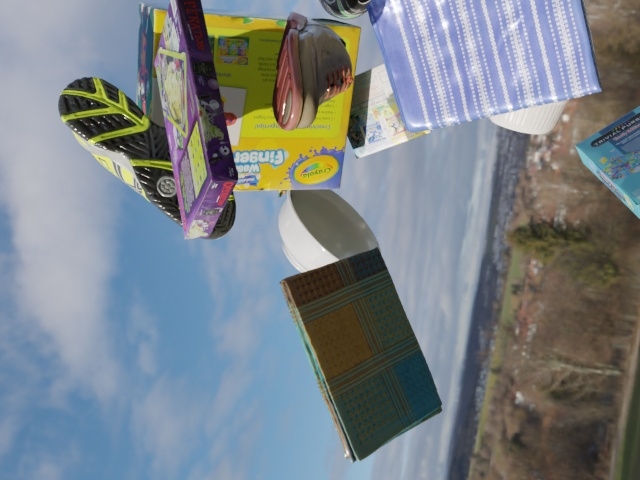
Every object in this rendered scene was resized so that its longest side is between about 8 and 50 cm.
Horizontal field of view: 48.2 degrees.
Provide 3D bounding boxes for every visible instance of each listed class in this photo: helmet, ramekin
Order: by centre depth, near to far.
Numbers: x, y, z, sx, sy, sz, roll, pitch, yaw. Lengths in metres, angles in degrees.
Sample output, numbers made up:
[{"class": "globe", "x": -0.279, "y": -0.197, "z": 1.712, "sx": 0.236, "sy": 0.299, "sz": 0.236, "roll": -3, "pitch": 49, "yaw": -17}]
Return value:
[{"class": "ramekin", "x": 0.497, "y": -0.341, "z": 1.759, "sx": 0.207, "sy": 0.207, "sz": 0.109, "roll": -57, "pitch": -18, "yaw": -61}, {"class": "helmet", "x": 0.080, "y": -0.751, "z": 2.168, "sx": 0.161, "sy": 0.169, "sz": 0.169, "roll": 33, "pitch": -117, "yaw": -45}]

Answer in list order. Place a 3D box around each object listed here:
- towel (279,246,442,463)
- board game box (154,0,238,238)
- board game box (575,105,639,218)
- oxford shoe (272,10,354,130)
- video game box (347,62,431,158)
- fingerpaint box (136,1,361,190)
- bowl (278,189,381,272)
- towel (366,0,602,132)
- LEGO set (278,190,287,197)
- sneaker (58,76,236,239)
[{"class": "towel", "x": 0.087, "y": 0.216, "z": 1.433, "sx": 0.271, "sy": 0.040, "sz": 0.370, "roll": -17, "pitch": -99, "yaw": -38}, {"class": "board game box", "x": -0.207, "y": -0.201, "z": 1.149, "sx": 0.208, "sy": 0.056, "sz": 0.347, "roll": -44, "pitch": 55, "yaw": 55}, {"class": "board game box", "x": 0.883, "y": -0.222, "z": 1.914, "sx": 0.079, "sy": 0.254, "sz": 0.336, "roll": 51, "pitch": -167, "yaw": -34}, {"class": "oxford shoe", "x": -0.004, "y": -0.277, "z": 1.159, "sx": 0.348, "sy": 0.130, "sz": 0.123, "roll": -88, "pitch": 14, "yaw": -52}, {"class": "video game box", "x": 0.140, "y": -0.311, "z": 1.682, "sx": 0.048, "sy": 0.205, "sz": 0.187, "roll": -39, "pitch": -71, "yaw": -55}, {"class": "fingerpaint box", "x": -0.164, "y": -0.301, "z": 1.552, "sx": 0.163, "sy": 0.445, "sz": 0.371, "roll": -139, "pitch": 50, "yaw": -56}, {"class": "bowl", "x": 0.000, "y": 0.000, "z": 1.770, "sx": 0.134, "sy": 0.298, "sz": 0.298, "roll": -45, "pitch": 5, "yaw": 27}, {"class": "towel", "x": 0.241, "y": -0.309, "z": 1.113, "sx": 0.040, "sy": 0.336, "sz": 0.243, "roll": -34, "pitch": -69, "yaw": -48}, {"class": "LEGO set", "x": -0.159, "y": -0.319, "z": 2.382, "sx": 0.255, "sy": 0.192, "sz": 0.331, "roll": 71, "pitch": -156, "yaw": -76}, {"class": "sneaker", "x": -0.309, "y": -0.149, "z": 1.338, "sx": 0.145, "sy": 0.385, "sz": 0.147, "roll": -47, "pitch": 2, "yaw": -13}]
